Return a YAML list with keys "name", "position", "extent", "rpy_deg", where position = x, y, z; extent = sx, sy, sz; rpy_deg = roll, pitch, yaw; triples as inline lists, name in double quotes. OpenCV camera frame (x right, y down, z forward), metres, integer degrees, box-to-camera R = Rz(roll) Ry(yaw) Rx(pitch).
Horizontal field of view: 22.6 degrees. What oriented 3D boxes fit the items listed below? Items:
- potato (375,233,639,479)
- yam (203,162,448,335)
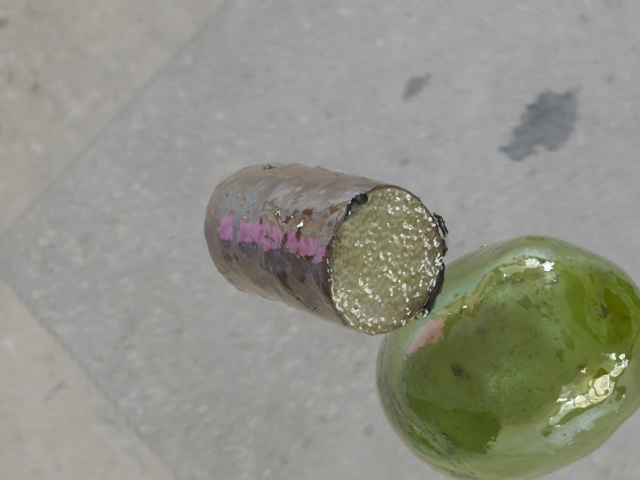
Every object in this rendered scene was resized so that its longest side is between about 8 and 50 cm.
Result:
- name: "potato"
  position: [0.166, 0.105, 1.386]
  extent: [0.215, 0.304, 0.216]
  rpy_deg: [5, 76, -22]
- name: "yam"
  position: [-0.002, 0.001, 0.828]
  extent: [0.127, 0.084, 0.084]
  rpy_deg: [11, 98, 52]
